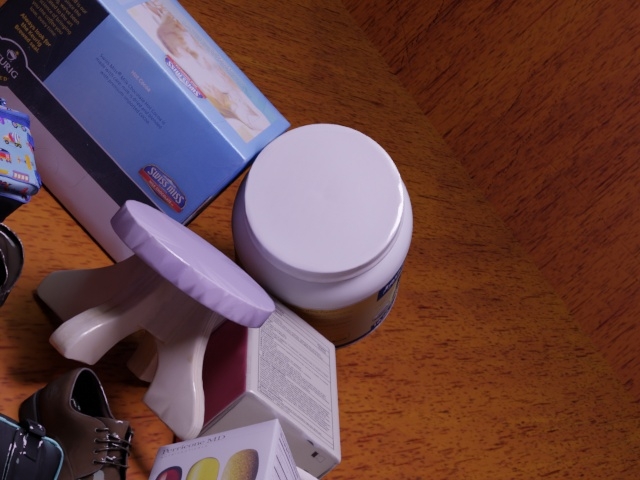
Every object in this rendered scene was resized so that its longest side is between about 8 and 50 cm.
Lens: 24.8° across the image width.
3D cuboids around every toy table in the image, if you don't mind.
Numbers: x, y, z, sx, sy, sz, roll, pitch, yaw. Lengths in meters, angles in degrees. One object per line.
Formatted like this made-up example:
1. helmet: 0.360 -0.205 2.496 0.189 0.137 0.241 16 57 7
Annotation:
1. toy table: -0.174 0.077 1.572 0.252 0.161 0.274 43 4 34

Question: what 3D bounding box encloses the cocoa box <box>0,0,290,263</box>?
1. cocoa box: -0.251 -0.180 1.854 0.347 0.228 0.231 47 20 -3

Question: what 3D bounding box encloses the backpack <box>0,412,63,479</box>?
1. backpack: -0.305 0.218 1.115 0.166 0.144 0.188 45 49 -56

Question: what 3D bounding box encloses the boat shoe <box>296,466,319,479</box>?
1. boat shoe: -0.029 0.319 1.581 0.324 0.116 0.097 33 55 -28

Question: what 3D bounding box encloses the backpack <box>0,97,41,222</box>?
1. backpack: -0.391 -0.115 1.571 0.158 0.117 0.173 23 45 -48

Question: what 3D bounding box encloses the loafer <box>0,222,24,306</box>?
1. loafer: -0.344 0.035 1.491 0.080 0.078 0.220 43 21 -14

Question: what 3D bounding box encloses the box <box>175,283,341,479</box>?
1. box: -0.073 0.184 1.709 0.148 0.127 0.232 40 21 -21

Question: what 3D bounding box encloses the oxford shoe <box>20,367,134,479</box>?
1. oxford shoe: -0.221 0.216 1.395 0.083 0.096 0.227 26 31 -50

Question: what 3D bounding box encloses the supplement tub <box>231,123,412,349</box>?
1. supplement tub: 0.000 0.000 1.877 0.228 0.228 0.316 54 -12 15

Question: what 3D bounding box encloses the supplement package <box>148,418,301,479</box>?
1. supplement package: -0.094 0.300 1.386 0.244 0.139 0.134 -81 154 -65
